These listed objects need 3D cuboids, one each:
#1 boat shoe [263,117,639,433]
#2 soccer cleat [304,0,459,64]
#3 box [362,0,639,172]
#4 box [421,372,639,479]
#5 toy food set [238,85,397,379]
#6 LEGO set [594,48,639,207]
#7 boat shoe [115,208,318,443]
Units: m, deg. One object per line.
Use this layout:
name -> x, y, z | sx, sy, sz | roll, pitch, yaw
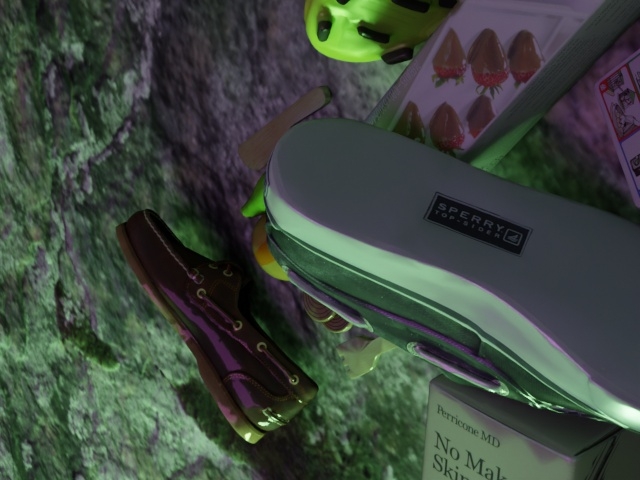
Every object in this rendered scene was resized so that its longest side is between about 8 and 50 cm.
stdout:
boat shoe -> 0.102, 0.039, 0.689 | 0.301, 0.108, 0.102 | 24, 145, 10
soccer cleat -> 0.067, -0.212, 0.685 | 0.289, 0.093, 0.121 | 122, 148, -49
box -> 0.124, -0.126, 0.655 | 0.063, 0.067, 0.324 | 56, 140, 14
box -> 0.125, 0.206, 0.779 | 0.113, 0.094, 0.275 | 24, 124, 40
toy food set -> 0.000, 0.000, 0.872 | 0.132, 0.038, 0.192 | -35, 80, 50
LEGO set -> 0.240, -0.013, 0.581 | 0.182, 0.060, 0.244 | -40, 58, 48
boat shoe -> -0.078, 0.053, 0.971 | 0.073, 0.073, 0.207 | -39, 77, 11
